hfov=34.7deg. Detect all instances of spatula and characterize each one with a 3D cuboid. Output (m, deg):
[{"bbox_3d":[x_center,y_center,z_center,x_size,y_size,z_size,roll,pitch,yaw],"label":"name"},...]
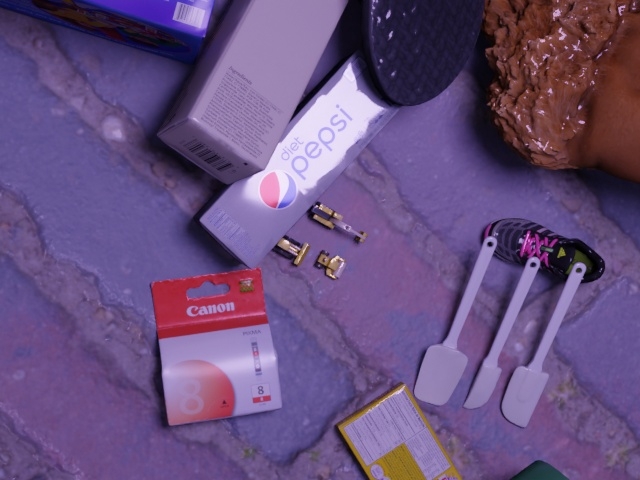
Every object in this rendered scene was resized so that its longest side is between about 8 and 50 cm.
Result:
[{"bbox_3d":[0.233,0.120,1.323,0.168,0.019,0.242,17,108,-4],"label":"spatula"}]

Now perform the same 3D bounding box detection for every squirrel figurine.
[{"bbox_3d":[0.383,-0.265,1.222,0.397,0.281,0.370,7,106,2],"label":"squirrel figurine"}]

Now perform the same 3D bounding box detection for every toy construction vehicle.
[{"bbox_3d":[0.000,0.000,1.304,0.098,0.035,0.085,33,86,-9],"label":"toy construction vehicle"}]

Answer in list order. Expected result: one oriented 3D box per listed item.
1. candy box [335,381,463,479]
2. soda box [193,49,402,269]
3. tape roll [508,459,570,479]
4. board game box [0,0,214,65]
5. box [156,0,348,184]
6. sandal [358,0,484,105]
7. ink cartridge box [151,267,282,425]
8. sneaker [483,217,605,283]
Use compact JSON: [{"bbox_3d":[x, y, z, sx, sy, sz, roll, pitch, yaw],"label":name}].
[{"bbox_3d":[0.116,0.298,1.337,0.105,0.027,0.205,-32,97,-10],"label":"candy box"},{"bbox_3d":[-0.027,-0.099,1.264,0.091,0.098,0.286,43,85,-10],"label":"soda box"},{"bbox_3d":[0.332,0.416,1.230,0.077,0.321,0.321,-36,97,-6],"label":"tape roll"},{"bbox_3d":[-0.293,-0.296,1.143,0.347,0.233,0.078,16,89,-10],"label":"board game box"},{"bbox_3d":[-0.074,-0.211,1.202,0.113,0.094,0.275,36,64,-23],"label":"box"},{"bbox_3d":[0.105,-0.383,1.220,0.168,0.107,0.445,-4,97,-29],"label":"sandal"},{"bbox_3d":[-0.129,0.132,1.282,0.146,0.045,0.179,-7,96,-10],"label":"ink cartridge box"},{"bbox_3d":[0.298,0.013,1.336,0.170,0.075,0.063,21,88,-10],"label":"sneaker"}]
